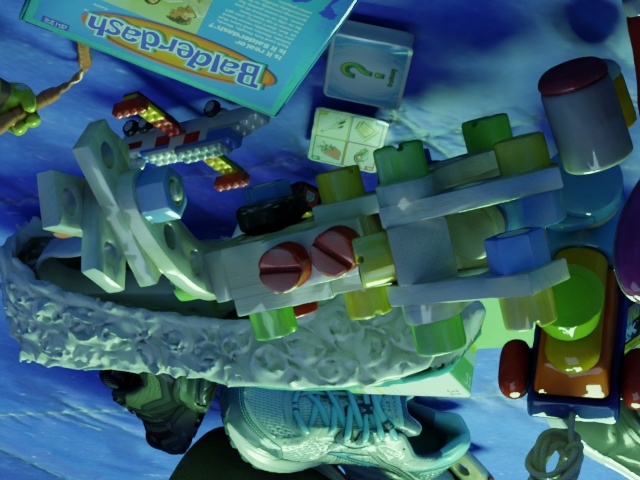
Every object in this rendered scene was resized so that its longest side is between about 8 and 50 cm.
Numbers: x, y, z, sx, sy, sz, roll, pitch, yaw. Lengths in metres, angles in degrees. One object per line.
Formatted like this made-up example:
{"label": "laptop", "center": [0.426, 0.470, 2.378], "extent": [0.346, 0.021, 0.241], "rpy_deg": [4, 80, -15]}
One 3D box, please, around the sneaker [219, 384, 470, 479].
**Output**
{"label": "sneaker", "center": [0.029, 0.171, 1.504], "extent": [0.283, 0.110, 0.122], "rpy_deg": [18, 145, -37]}

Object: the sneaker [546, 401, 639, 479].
{"label": "sneaker", "center": [0.353, 0.180, 1.360], "extent": [0.296, 0.104, 0.147], "rpy_deg": [26, 157, -25]}

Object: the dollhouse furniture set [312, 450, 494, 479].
{"label": "dollhouse furniture set", "center": [0.066, 0.253, 1.672], "extent": [0.183, 0.129, 0.129], "rpy_deg": [46, 148, -7]}

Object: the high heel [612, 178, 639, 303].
{"label": "high heel", "center": [0.260, -0.026, 0.817], "extent": [0.244, 0.082, 0.117], "rpy_deg": [-20, -172, -41]}

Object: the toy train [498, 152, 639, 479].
{"label": "toy train", "center": [0.166, 0.071, 1.006], "extent": [0.105, 0.248, 0.143], "rpy_deg": [3, 152, 14]}

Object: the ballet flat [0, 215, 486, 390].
{"label": "ballet flat", "center": [-0.082, 0.038, 1.185], "extent": [0.409, 0.147, 0.147], "rpy_deg": [-1, 155, 23]}

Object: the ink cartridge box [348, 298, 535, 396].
{"label": "ink cartridge box", "center": [0.101, 0.080, 1.297], "extent": [0.235, 0.056, 0.171], "rpy_deg": [-1, 155, 27]}

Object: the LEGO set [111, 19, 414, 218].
{"label": "LEGO set", "center": [-0.046, -0.071, 0.995], "extent": [0.183, 0.060, 0.244], "rpy_deg": [12, 156, 0]}

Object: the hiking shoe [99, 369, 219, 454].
{"label": "hiking shoe", "center": [-0.163, 0.143, 1.534], "extent": [0.114, 0.086, 0.227], "rpy_deg": [25, 150, -2]}

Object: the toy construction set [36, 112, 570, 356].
{"label": "toy construction set", "center": [0.000, 0.000, 0.926], "extent": [0.328, 0.151, 0.215], "rpy_deg": [3, -168, 18]}

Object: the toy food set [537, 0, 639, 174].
{"label": "toy food set", "center": [0.194, -0.102, 0.788], "extent": [0.232, 0.111, 0.104], "rpy_deg": [1, 118, 52]}

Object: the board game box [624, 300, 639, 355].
{"label": "board game box", "center": [0.329, 0.080, 1.214], "extent": [0.170, 0.048, 0.141], "rpy_deg": [12, 159, -8]}

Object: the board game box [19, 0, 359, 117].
{"label": "board game box", "center": [-0.058, -0.154, 0.795], "extent": [0.160, 0.047, 0.210], "rpy_deg": [20, 152, -13]}

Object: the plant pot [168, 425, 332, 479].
{"label": "plant pot", "center": [-0.019, 0.339, 1.551], "extent": [0.254, 0.237, 0.237], "rpy_deg": [15, 160, 23]}

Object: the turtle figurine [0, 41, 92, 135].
{"label": "turtle figurine", "center": [-0.273, -0.103, 0.905], "extent": [0.217, 0.087, 0.269], "rpy_deg": [-41, 157, 8]}
